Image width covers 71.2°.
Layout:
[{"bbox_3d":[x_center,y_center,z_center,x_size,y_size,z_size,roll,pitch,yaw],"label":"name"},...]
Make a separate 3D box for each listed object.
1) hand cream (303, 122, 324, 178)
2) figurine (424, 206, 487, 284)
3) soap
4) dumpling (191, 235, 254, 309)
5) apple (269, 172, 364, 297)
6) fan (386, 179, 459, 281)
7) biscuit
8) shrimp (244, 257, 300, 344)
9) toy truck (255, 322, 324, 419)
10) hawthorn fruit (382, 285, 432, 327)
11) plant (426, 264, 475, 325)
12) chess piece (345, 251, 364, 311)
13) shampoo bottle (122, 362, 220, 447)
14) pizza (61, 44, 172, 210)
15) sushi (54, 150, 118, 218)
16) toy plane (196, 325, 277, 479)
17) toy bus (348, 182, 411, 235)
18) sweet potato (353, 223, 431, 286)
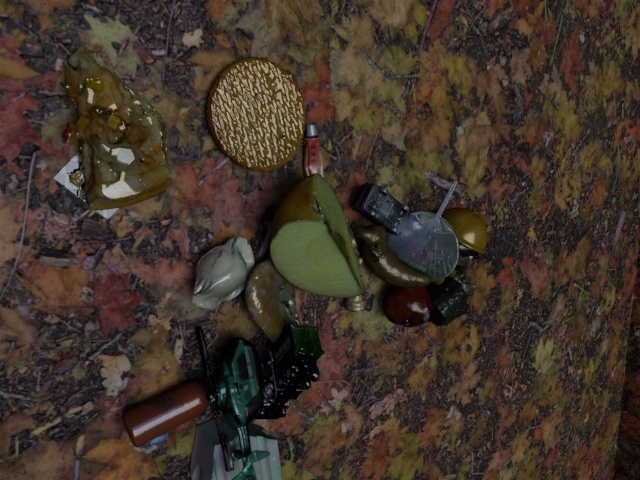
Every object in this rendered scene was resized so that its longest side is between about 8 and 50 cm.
[{"bbox_3d":[-0.019,-0.185,1.130,0.052,0.038,0.216,-7,110,-5],"label":"hand cream"},{"bbox_3d":[0.401,0.017,1.374,0.192,0.167,0.256,36,81,-8],"label":"figurine"},{"bbox_3d":[-0.207,0.612,1.127,0.208,0.115,0.346,-15,109,-32],"label":"soap"},{"bbox_3d":[-0.219,0.080,1.013,0.188,0.108,0.127,-57,151,-27],"label":"dumpling"},{"bbox_3d":[0.000,0.000,1.091,0.254,0.179,0.346,-48,136,-14],"label":"apple"},{"bbox_3d":[0.330,-0.002,1.297,0.294,0.012,0.223,-35,91,13],"label":"fan"},{"bbox_3d":[-0.141,-0.284,1.019,0.254,0.035,0.254,-9,107,-34],"label":"biscuit"},{"bbox_3d":[-0.093,0.174,1.130,0.168,0.077,0.317,-60,139,-33],"label":"shrimp"},{"bbox_3d":[-0.088,0.331,1.094,0.088,0.121,0.259,15,126,-29],"label":"toy truck"},{"bbox_3d":[0.264,0.179,1.351,0.148,0.148,0.172,44,46,-33],"label":"hawthorn fruit"},{"bbox_3d":[0.411,0.178,1.441,0.203,0.131,0.142,-27,116,-25],"label":"plant"},{"bbox_3d":[0.096,0.112,1.260,0.060,0.060,0.172,-7,102,-33],"label":"chess piece"},{"bbox_3d":[-0.317,0.371,1.021,0.244,0.085,0.085,-23,113,-32],"label":"shampoo bottle"},{"bbox_3d":[-0.381,-0.211,0.835,0.189,0.071,0.297,-13,94,-34],"label":"pizza"},{"bbox_3d":[-0.420,-0.122,0.870,0.126,0.026,0.120,46,73,-33],"label":"sushi"},{"bbox_3d":[-0.184,0.372,1.010,0.155,0.106,0.381,0,72,-38],"label":"toy plane"},{"bbox_3d":[0.164,-0.085,1.237,0.178,0.098,0.086,32,83,-38],"label":"toy bus"},{"bbox_3d":[0.180,0.048,1.260,0.310,0.124,0.098,44,56,-28],"label":"sweet potato"}]
